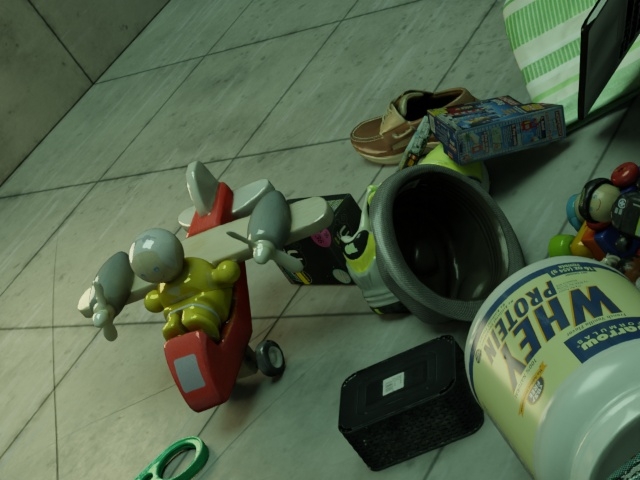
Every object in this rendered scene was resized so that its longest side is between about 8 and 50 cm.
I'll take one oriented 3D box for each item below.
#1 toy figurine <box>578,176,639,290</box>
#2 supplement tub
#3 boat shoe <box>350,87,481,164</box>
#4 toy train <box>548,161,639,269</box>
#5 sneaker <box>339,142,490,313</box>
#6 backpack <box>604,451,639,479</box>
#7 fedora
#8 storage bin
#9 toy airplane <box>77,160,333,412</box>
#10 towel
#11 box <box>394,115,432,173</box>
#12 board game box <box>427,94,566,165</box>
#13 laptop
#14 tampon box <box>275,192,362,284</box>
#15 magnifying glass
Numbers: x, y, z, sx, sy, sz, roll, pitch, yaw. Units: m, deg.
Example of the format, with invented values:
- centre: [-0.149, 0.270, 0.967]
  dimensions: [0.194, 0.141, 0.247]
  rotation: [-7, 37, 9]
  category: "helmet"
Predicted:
- centre: [0.449, -0.033, 1.698]
  dimensions: [0.213, 0.209, 0.148]
  rotation: [-46, 40, -18]
  category: "toy figurine"
- centre: [0.318, 0.180, 1.482]
  dimensions: [0.235, 0.235, 0.325]
  rotation: [-35, 27, 1]
  category: "supplement tub"
- centre: [0.174, -0.221, 2.415]
  dimensions: [0.324, 0.116, 0.123]
  rotation: [-6, 39, 44]
  category: "boat shoe"
- centre: [0.373, 0.009, 1.851]
  dimensions: [0.143, 0.105, 0.248]
  rotation: [-16, 32, 53]
  category: "toy train"
- centre: [0.158, -0.058, 2.142]
  dimensions: [0.145, 0.147, 0.384]
  rotation: [-15, 31, 38]
  category: "sneaker"
- centre: [0.322, 0.334, 1.251]
  dimensions: [0.253, 0.225, 0.191]
  rotation: [-36, 22, 8]
  category: "backpack"
- centre: [0.169, 0.025, 1.968]
  dimensions: [0.244, 0.275, 0.124]
  rotation: [-8, -26, -30]
  category: "fedora"
- centre: [0.122, 0.220, 1.811]
  dimensions: [0.180, 0.084, 0.122]
  rotation: [-24, 29, 20]
  category: "storage bin"
- centre: [-0.198, 0.033, 2.138]
  dimensions: [0.384, 0.272, 0.386]
  rotation: [34, 91, 41]
  category: "toy airplane"
- centre: [0.450, -0.346, 2.267]
  dimensions: [0.248, 0.038, 0.325]
  rotation: [-27, 51, 17]
  category: "towel"
- centre: [0.156, -0.140, 2.318]
  dimensions: [0.094, 0.027, 0.137]
  rotation: [-60, -4, -38]
  category: "box"
- centre: [0.293, -0.187, 2.187]
  dimensions: [0.194, 0.060, 0.194]
  rotation: [-10, 17, -6]
  category: "board game box"
- centre: [0.580, -0.350, 1.944]
  dimensions: [0.236, 0.382, 0.408]
  rotation: [32, 84, 16]
  category: "laptop"
- centre: [0.000, 0.000, 2.258]
  dimensions: [0.161, 0.120, 0.101]
  rotation: [-3, 41, 48]
  category: "tampon box"
- centre: [-0.276, 0.379, 2.079]
  dimensions: [0.231, 0.026, 0.092]
  rotation: [-33, 27, 7]
  category: "magnifying glass"
